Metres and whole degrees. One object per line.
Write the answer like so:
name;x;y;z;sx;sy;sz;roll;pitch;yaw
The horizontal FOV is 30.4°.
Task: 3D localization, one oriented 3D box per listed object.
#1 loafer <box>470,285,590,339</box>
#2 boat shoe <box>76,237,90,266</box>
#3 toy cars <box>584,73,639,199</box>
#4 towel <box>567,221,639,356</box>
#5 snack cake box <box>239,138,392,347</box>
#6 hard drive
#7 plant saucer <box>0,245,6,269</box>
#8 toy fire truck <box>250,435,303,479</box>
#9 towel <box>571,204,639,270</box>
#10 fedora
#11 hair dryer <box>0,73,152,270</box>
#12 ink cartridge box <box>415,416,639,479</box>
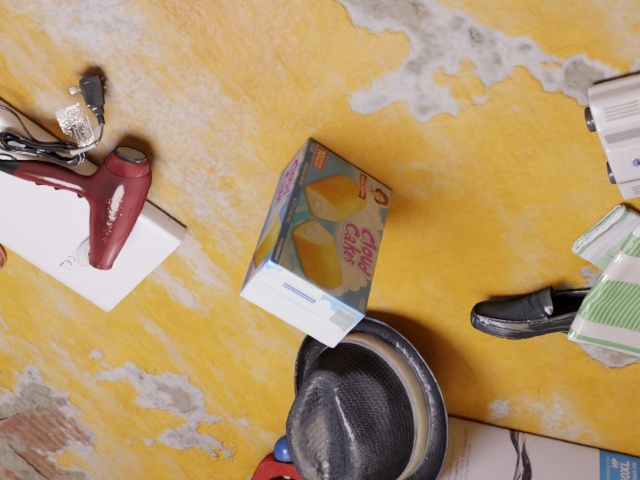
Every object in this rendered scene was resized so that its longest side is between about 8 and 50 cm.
loafer;0.337;0.102;1.773;0.223;0.076;0.078;-1;126;9
boat shoe;-0.353;0.017;1.828;0.035;0.035;0.100;37;129;-20
toy cars;0.440;-0.188;1.467;0.176;0.087;0.394;18;134;-2
towel;0.521;0.053;1.654;0.247;0.038;0.325;14;130;-17
snack cake box;0.000;0.000;1.629;0.152;0.264;0.089;30;132;-13
hard drive;-0.418;-0.047;1.844;0.353;0.047;0.233;36;130;-18
plant saucer;-0.564;0.020;1.965;0.083;0.013;0.083;7;134;8
toy fire truck;-0.001;0.483;2.157;0.302;0.169;0.254;7;107;21
towel;0.455;0.019;1.698;0.152;0.023;0.113;31;132;-14
fedora;0.045;0.293;1.875;0.334;0.152;0.334;13;113;32
hair dryer;-0.359;-0.092;1.736;0.223;0.080;0.294;-18;107;15
ink cartridge box;0.344;0.483;2.051;0.394;0.166;0.286;12;133;3
